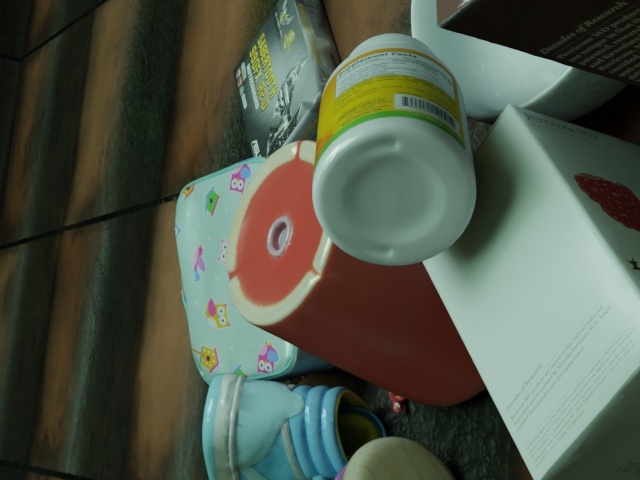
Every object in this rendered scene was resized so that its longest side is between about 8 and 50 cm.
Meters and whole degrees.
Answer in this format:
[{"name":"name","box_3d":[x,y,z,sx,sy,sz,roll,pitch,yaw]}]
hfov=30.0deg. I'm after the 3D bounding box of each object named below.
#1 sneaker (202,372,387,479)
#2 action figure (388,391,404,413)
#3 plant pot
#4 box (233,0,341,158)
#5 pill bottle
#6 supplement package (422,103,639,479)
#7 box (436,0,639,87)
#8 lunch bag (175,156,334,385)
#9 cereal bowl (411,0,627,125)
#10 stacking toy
[{"name":"sneaker","box_3d":[-0.020,0.282,1.440,0.319,0.208,0.127,82,-168,-51]},{"name":"action figure","box_3d":[0.084,0.148,1.397,0.038,0.030,0.115,-38,50,41]},{"name":"plant pot","box_3d":[0.051,0.022,1.258,0.275,0.243,0.275,-28,54,47]},{"name":"box","box_3d":[-0.045,-0.222,1.716,0.183,0.056,0.231,-51,40,39]},{"name":"pill bottle","box_3d":[0.065,-0.096,1.081,0.136,0.136,0.246,-59,13,29]},{"name":"supplement package","box_3d":[0.236,0.050,1.027,0.175,0.177,0.293,-58,36,30]},{"name":"box","box_3d":[0.269,-0.214,0.865,0.143,0.381,0.191,-27,57,53]},{"name":"lunch bag","box_3d":[-0.068,0.044,1.466,0.224,0.107,0.279,-18,78,45]},{"name":"cereal bowl","box_3d":[0.241,-0.267,1.170,0.339,0.141,0.339,-27,58,53]},{"name":"stacking toy","box_3d":[0.019,0.344,1.343,0.330,0.141,0.141,-48,41,47]}]
